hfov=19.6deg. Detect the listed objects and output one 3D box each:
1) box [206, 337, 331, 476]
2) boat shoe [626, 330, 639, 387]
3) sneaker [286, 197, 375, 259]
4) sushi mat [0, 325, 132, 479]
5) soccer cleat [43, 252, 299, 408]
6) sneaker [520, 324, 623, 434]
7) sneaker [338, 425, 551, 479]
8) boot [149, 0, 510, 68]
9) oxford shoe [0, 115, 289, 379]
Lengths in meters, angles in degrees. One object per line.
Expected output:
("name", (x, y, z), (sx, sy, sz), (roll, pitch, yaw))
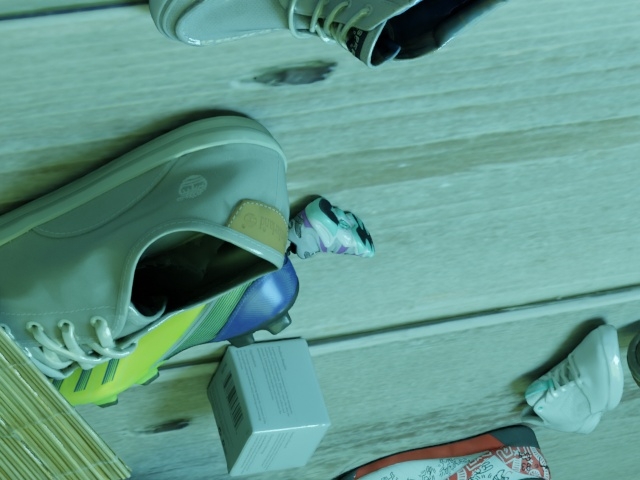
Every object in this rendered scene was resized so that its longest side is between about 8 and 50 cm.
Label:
("box", (-0.053, 0.168, 1.866), (0.087, 0.101, 0.102), (-5, 150, -22))
("boat shoe", (0.487, 0.124, 2.080), (0.307, 0.111, 0.104), (-13, 149, -8))
("sneaker", (0.000, 0.000, 1.685), (0.069, 0.038, 0.098), (-30, 139, 23))
("sushi mat", (-0.298, 0.113, 1.549), (0.151, 0.019, 0.316), (-14, 130, 28))
("soccer cleat", (-0.158, 0.064, 1.678), (0.289, 0.093, 0.121), (-23, 120, 17))
("sneaker", (0.278, 0.164, 2.078), (0.094, 0.080, 0.212), (0, 149, -8))
("sneaker", (0.148, 0.322, 2.189), (0.270, 0.145, 0.090), (-15, 150, -5))
("boot", (0.008, -0.173, 1.309), (0.258, 0.123, 0.095), (-23, 150, 9))
("oxford shoe", (-0.214, 0.050, 1.559), (0.449, 0.130, 0.169), (-28, 151, 20))
